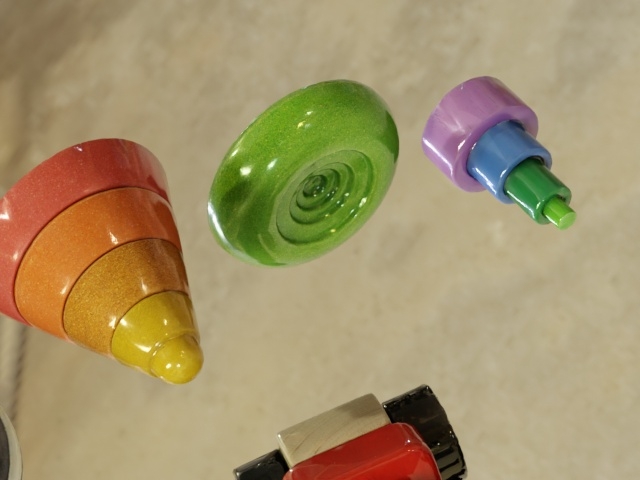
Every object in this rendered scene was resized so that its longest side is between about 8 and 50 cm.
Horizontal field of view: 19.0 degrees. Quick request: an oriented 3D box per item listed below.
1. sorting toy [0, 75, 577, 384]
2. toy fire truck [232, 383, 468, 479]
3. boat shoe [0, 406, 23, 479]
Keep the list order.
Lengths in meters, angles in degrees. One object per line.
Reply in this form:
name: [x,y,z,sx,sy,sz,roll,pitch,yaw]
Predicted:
sorting toy: [0.000,0.000,1.058,0.126,0.366,0.127,47,140,35]
toy fire truck: [0.080,0.211,0.974,0.158,0.217,0.246,-22,25,-6]
boat shoe: [-0.335,0.191,0.953,0.187,0.156,0.500,27,40,26]
